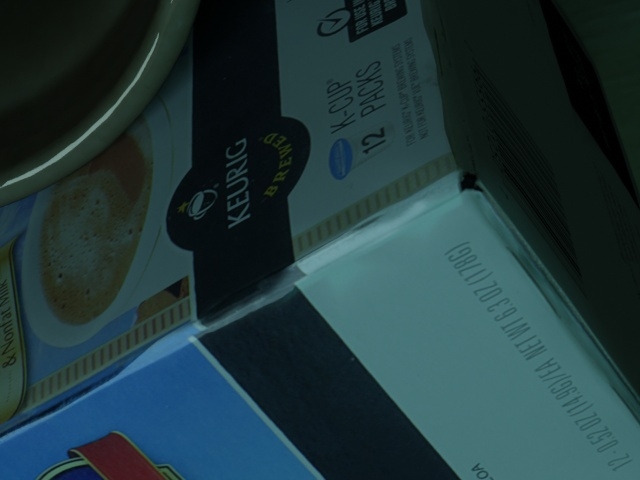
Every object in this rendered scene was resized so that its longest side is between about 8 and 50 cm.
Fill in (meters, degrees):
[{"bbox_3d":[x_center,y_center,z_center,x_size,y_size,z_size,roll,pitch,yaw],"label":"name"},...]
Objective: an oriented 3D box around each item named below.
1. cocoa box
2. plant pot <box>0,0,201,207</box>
[{"bbox_3d":[0.000,0.000,0.697,0.228,0.347,0.231,-28,125,18],"label":"cocoa box"},{"bbox_3d":[-0.166,-0.172,0.621,0.263,0.229,0.263,-1,125,-1],"label":"plant pot"}]
